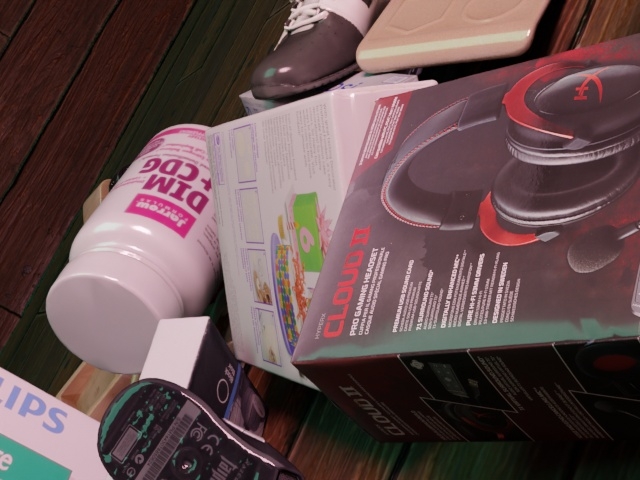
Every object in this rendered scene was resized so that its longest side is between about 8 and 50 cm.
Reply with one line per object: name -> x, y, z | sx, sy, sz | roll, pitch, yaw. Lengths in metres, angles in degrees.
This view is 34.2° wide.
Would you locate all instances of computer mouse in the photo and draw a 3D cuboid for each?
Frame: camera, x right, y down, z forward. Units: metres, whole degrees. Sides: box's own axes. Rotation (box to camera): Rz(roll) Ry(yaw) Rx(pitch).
computer mouse -> -0.083, 0.236, 0.828 | 0.184, 0.262, 0.060 | -62, -22, -8

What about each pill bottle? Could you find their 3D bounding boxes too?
pill bottle -> -0.177, 0.005, 1.152 | 0.160, 0.160, 0.283 | -42, 15, 37

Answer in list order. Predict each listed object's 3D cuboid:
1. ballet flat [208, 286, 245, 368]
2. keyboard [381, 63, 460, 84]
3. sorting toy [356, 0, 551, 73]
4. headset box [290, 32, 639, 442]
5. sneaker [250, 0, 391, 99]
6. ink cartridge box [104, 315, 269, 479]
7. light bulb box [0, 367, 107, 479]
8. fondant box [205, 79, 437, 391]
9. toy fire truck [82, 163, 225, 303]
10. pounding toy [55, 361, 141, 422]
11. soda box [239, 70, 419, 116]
ballet flat -> -0.115, 0.134, 1.206 | 0.068, 0.072, 0.213 | -25, 37, 50
keyboard -> 0.105, -0.196, 1.222 | 0.201, 0.033, 0.317 | -18, 43, 51
sorting toy -> 0.155, -0.245, 1.050 | 0.193, 0.038, 0.208 | 0, 47, 36
headset box -> 0.127, 0.002, 0.627 | 0.293, 0.110, 0.218 | -8, 49, 37
sneaker -> 0.015, -0.274, 1.135 | 0.122, 0.146, 0.330 | 1, 37, 41
ink cartridge box -> -0.134, 0.248, 0.950 | 0.065, 0.165, 0.333 | -4, 47, 21
light bulb box -> -0.365, 0.328, 1.085 | 0.361, 0.358, 0.225 | -39, 25, 42
fondant box -> 0.000, 0.000, 0.921 | 0.330, 0.096, 0.238 | -177, 79, -68
toy fire truck -> -0.184, 0.038, 1.343 | 0.158, 0.217, 0.246 | -37, 51, 44
pounding toy -> -0.256, 0.215, 1.402 | 0.181, 0.094, 0.206 | -51, 30, 5
soda box -> 0.015, -0.121, 1.109 | 0.091, 0.098, 0.286 | -28, 20, -17
